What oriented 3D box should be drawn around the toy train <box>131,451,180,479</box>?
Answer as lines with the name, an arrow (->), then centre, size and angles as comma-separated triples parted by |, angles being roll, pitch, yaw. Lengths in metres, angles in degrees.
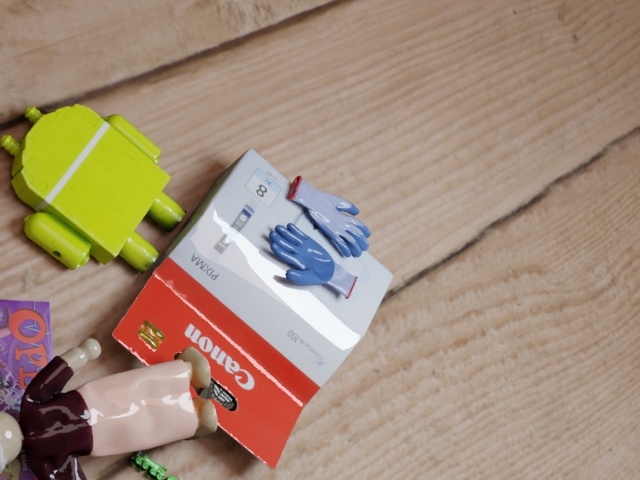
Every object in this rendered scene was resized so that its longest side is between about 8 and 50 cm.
toy train -> -0.222, 0.316, 1.606 | 0.083, 0.017, 0.024 | 41, 43, -13

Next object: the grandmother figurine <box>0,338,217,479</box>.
grandmother figurine -> -0.301, 0.232, 1.480 | 0.342, 0.104, 0.208 | -7, 79, -31

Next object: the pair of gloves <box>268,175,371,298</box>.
pair of gloves -> 0.000, 0.000, 1.771 | 0.159, 0.023, 0.198 | 36, 47, -16

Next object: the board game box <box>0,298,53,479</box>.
board game box -> -0.435, 0.241, 1.478 | 0.208, 0.056, 0.347 | 6, 67, -37

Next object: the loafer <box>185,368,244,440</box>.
loafer -> -0.160, 0.231, 1.666 | 0.056, 0.050, 0.148 | 55, 37, -3

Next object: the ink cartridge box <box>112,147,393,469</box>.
ink cartridge box -> -0.085, 0.089, 1.720 | 0.308, 0.091, 0.385 | 42, 44, -13

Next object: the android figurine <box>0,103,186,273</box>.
android figurine -> -0.326, -0.080, 1.680 | 0.273, 0.056, 0.248 | 38, 54, -15
